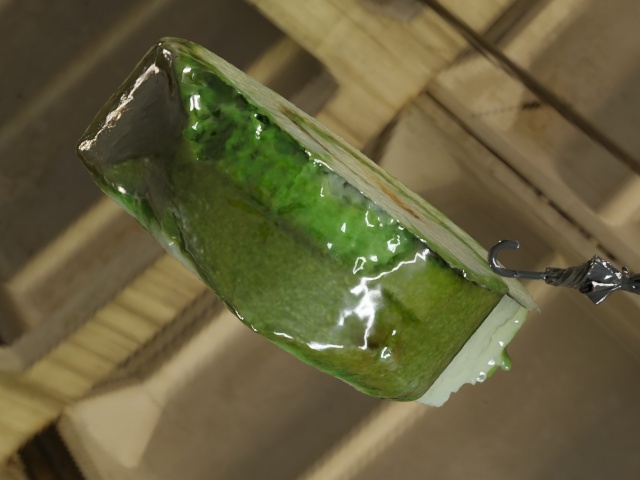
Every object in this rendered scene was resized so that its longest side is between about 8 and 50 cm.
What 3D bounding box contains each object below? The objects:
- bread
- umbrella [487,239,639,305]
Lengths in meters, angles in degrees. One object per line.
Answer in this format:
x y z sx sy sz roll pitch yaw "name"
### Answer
0.000 0.000 1.109 0.129 0.382 0.366 -53 -158 7 "bread"
0.144 0.021 0.630 0.149 0.022 0.022 11 -146 8 "umbrella"
